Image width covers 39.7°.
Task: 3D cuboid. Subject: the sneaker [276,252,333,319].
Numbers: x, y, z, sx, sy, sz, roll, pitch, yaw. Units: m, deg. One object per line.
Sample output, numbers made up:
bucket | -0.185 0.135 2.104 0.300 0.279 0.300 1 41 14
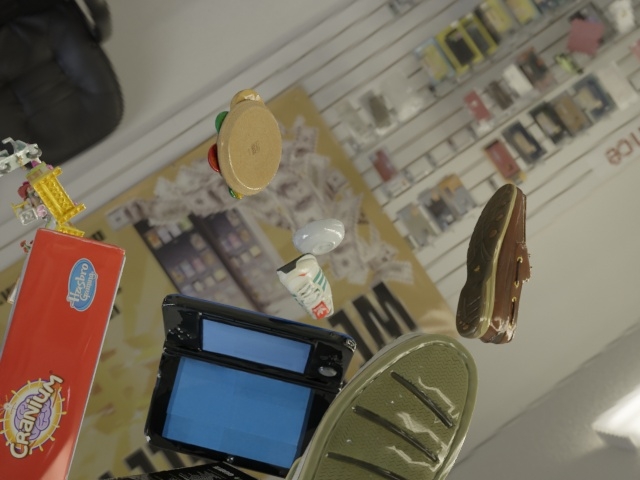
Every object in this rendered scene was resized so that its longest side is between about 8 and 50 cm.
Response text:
sneaker | -0.012 0.071 1.274 0.057 0.075 0.161 -31 162 3

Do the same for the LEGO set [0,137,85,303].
LEGO set | -0.441 -0.040 1.352 0.132 0.107 0.287 -21 136 -31

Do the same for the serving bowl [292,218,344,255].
serving bowl | 0.000 0.000 1.360 0.083 0.027 0.083 -16 153 -8

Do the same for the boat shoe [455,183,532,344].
boat shoe | 0.196 0.027 0.963 0.064 0.060 0.178 -22 -129 67

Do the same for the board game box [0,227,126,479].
board game box | -0.238 0.162 0.697 0.242 0.064 0.317 160 -56 -68

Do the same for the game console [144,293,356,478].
game console | -0.115 0.230 1.349 0.250 0.292 0.174 103 0 -62

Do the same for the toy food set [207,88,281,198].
toy food set | -0.063 -0.079 0.748 0.020 0.083 0.083 8 -132 34

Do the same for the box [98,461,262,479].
box | -0.164 0.361 1.106 0.257 0.080 0.322 -2 -178 -33

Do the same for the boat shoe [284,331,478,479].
boat shoe | 0.019 0.205 0.736 0.302 0.113 0.103 -56 -173 -8
